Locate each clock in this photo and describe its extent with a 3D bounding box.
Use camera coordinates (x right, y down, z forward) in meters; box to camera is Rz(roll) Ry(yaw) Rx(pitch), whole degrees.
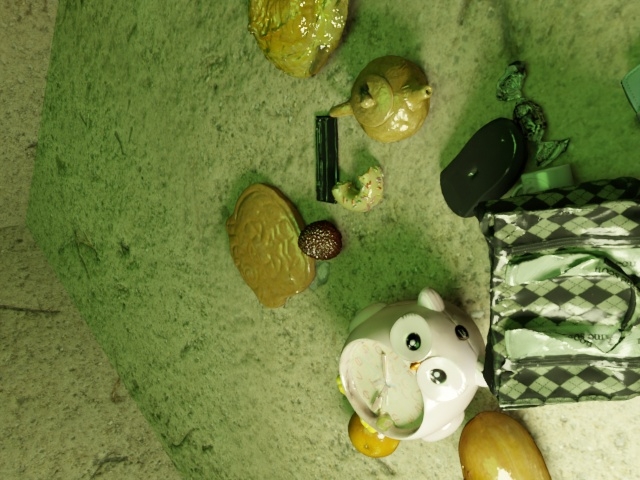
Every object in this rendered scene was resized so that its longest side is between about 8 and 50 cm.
[{"bbox_3d":[0.245,0.296,1.307,0.368,0.250,0.377,55,137,15],"label":"clock"}]

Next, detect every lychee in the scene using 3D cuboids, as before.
[{"bbox_3d":[-0.001,0.001,1.532,0.129,0.123,0.123,-18,90,7],"label":"lychee"}]

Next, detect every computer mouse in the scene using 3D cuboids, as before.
[{"bbox_3d":[0.372,-0.162,1.170,0.138,0.086,0.270,67,150,22],"label":"computer mouse"}]

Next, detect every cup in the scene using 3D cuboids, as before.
[{"bbox_3d":[0.463,-0.081,1.101,0.136,0.099,0.133,-11,95,31],"label":"cup"}]

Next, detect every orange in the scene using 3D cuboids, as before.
[{"bbox_3d":[0.158,0.547,1.530,0.158,0.136,0.159,16,127,23],"label":"orange"}]

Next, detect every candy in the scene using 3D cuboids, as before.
[{"bbox_3d":[0.440,-0.266,1.108,0.094,0.051,0.226,-27,83,40],"label":"candy"}]

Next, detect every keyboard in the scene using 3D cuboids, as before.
[{"bbox_3d":[0.020,-0.230,1.515,0.087,0.017,0.251,12,109,40],"label":"keyboard"}]

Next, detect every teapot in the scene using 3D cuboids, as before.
[{"bbox_3d":[0.140,-0.337,1.276,0.311,0.167,0.204,1,103,42],"label":"teapot"}]

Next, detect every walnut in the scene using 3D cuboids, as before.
[{"bbox_3d":[0.433,0.553,1.237,0.203,0.203,0.298,-34,67,42],"label":"walnut"}]

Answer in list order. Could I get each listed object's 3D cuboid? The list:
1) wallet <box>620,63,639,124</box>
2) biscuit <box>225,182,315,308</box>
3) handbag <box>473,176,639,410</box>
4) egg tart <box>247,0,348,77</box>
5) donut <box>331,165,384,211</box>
[{"bbox_3d":[0.630,-0.221,0.877,0.176,0.075,0.251,-39,52,47],"label":"wallet"},{"bbox_3d":[-0.178,0.017,1.731,0.365,0.062,0.385,-42,73,41],"label":"biscuit"},{"bbox_3d":[0.453,0.102,1.013,0.316,0.180,0.416,-5,109,1],"label":"handbag"},{"bbox_3d":[-0.084,-0.604,1.416,0.351,0.153,0.340,38,127,29],"label":"egg tart"},{"bbox_3d":[0.104,-0.129,1.435,0.166,0.065,0.108,-18,90,43],"label":"donut"}]
